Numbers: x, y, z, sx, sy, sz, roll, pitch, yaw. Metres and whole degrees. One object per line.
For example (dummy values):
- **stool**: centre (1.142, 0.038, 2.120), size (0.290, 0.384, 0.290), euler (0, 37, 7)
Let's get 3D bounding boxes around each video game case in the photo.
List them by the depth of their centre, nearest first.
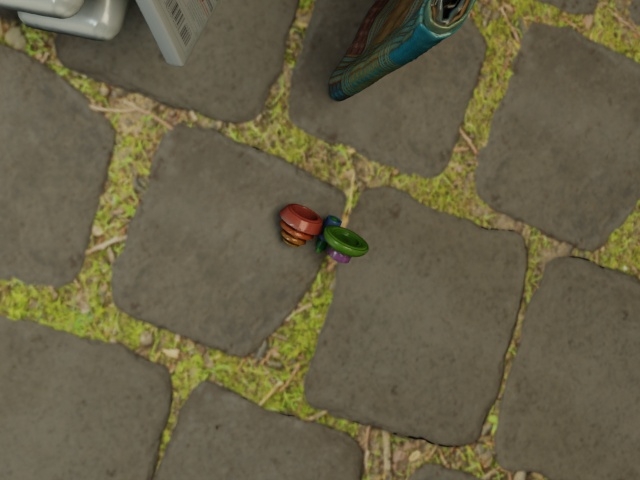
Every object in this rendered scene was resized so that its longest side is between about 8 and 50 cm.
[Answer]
- **video game case**: centre (-0.126, -0.299, 1.719), size (0.193, 0.023, 0.212), euler (-64, 152, -25)

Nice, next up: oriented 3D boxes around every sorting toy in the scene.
- **sorting toy**: centre (0.000, 0.000, 1.969), size (0.102, 0.061, 0.042), euler (30, 111, 10)

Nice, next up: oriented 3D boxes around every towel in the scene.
- **towel**: centre (0.118, -0.280, 1.843), size (0.040, 0.370, 0.271), euler (32, 78, -10)

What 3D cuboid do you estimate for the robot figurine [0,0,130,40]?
- **robot figurine**: centre (-0.212, -0.373, 1.768), size (0.300, 0.199, 0.354), euler (24, 80, -66)
